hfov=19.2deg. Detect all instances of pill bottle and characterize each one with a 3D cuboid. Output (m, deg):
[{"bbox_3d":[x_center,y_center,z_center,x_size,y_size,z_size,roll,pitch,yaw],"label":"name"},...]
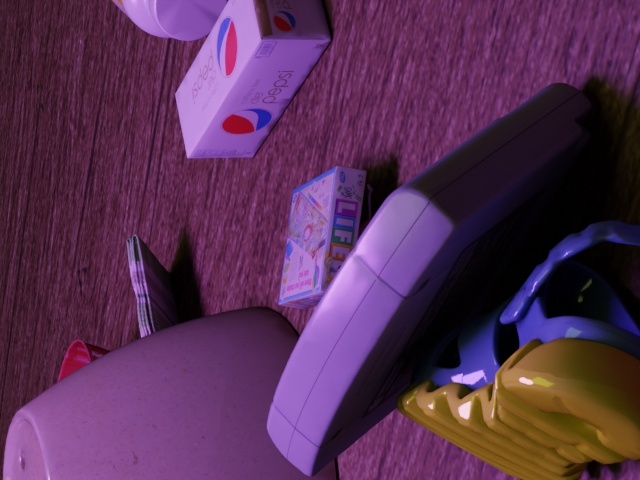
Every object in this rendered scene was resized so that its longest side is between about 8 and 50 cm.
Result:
[{"bbox_3d":[-0.157,-0.260,1.866,0.184,0.103,0.103,-135,48,-57],"label":"pill bottle"}]

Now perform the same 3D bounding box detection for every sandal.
[{"bbox_3d":[0.149,0.074,1.213,0.138,0.126,0.317,-65,12,-17],"label":"sandal"}]

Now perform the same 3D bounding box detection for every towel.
[{"bbox_3d":[-0.169,0.082,1.946,0.113,0.023,0.152,61,-165,-61],"label":"towel"}]

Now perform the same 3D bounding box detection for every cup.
[{"bbox_3d":[-0.156,0.231,1.737,0.331,0.237,0.331,178,90,-66],"label":"cup"}]

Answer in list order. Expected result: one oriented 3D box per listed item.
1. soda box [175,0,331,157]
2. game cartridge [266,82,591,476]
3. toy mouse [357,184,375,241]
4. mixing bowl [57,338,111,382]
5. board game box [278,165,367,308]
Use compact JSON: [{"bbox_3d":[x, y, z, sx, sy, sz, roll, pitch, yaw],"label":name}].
[{"bbox_3d":[-0.065,-0.155,1.709,0.216,0.069,0.074,129,134,-55],"label":"soda box"},{"bbox_3d":[0.065,0.034,1.283,0.062,0.198,0.297,46,139,17],"label":"game cartridge"},{"bbox_3d":[0.046,0.038,1.517,0.143,0.031,0.161,-163,73,-65],"label":"toy mouse"},{"bbox_3d":[-0.221,0.199,2.039,0.181,0.098,0.181,-176,90,-69],"label":"mixing bowl"},{"bbox_3d":[0.000,0.000,1.570,0.154,0.026,0.103,159,119,-75],"label":"board game box"}]
